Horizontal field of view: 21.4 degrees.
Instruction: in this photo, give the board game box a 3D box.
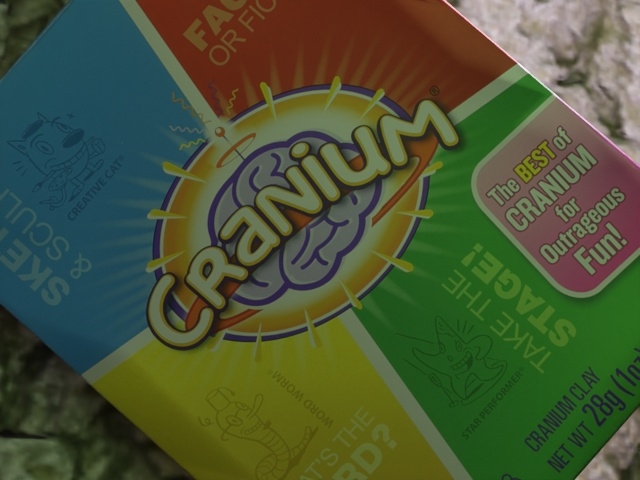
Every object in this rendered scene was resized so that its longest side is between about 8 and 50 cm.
[{"bbox_3d":[0.000,0.000,0.787,0.316,0.064,0.242,41,90,5],"label":"board game box"}]
